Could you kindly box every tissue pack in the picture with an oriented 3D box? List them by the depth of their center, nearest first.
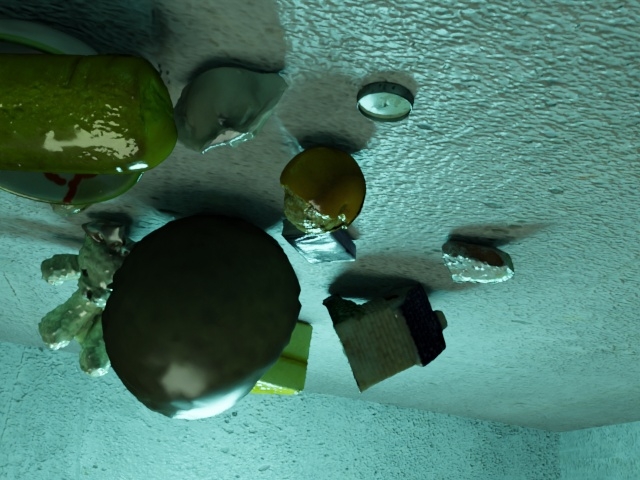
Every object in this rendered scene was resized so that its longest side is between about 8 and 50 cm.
[{"bbox_3d":[0.000,0.000,1.506,0.112,0.051,0.156,-4,155,24],"label":"tissue pack"}]

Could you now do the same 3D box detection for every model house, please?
[{"bbox_3d":[0.175,0.229,1.838,0.284,0.243,0.298,-18,-175,-2],"label":"model house"}]

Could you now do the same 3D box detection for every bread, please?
[{"bbox_3d":[-0.373,-0.151,0.882,0.383,0.112,0.166,3,144,4],"label":"bread"},{"bbox_3d":[-0.204,0.308,2.102,0.245,0.233,0.362,-1,157,19],"label":"bread"}]

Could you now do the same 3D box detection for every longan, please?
[{"bbox_3d":[-0.255,0.152,1.467,0.404,0.436,0.404,42,-175,-4],"label":"longan"}]

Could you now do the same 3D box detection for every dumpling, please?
[{"bbox_3d":[-0.132,-0.176,0.998,0.188,0.127,0.108,-6,149,18],"label":"dumpling"}]

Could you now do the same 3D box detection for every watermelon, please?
[{"bbox_3d":[0.315,0.033,1.477,0.139,0.071,0.187,28,160,-28],"label":"watermelon"}]

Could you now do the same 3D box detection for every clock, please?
[{"bbox_3d":[0.093,-0.198,1.023,0.085,0.017,0.085,6,159,2],"label":"clock"}]

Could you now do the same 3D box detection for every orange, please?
[{"bbox_3d":[0.001,-0.084,1.178,0.156,0.134,0.157,-20,136,-21],"label":"orange"}]

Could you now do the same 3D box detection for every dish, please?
[{"bbox_3d":[-0.398,-0.199,1.020,0.324,0.124,0.324,4,143,3],"label":"dish"}]

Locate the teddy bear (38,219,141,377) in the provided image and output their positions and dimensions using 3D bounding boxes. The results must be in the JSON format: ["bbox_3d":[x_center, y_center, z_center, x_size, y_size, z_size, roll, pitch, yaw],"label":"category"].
[{"bbox_3d":[-0.540,0.141,1.698,0.327,0.375,0.362,38,173,-1],"label":"teddy bear"}]

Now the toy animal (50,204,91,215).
[{"bbox_3d":[-0.466,-0.109,1.365,0.098,0.137,0.098,46,165,17],"label":"toy animal"}]
